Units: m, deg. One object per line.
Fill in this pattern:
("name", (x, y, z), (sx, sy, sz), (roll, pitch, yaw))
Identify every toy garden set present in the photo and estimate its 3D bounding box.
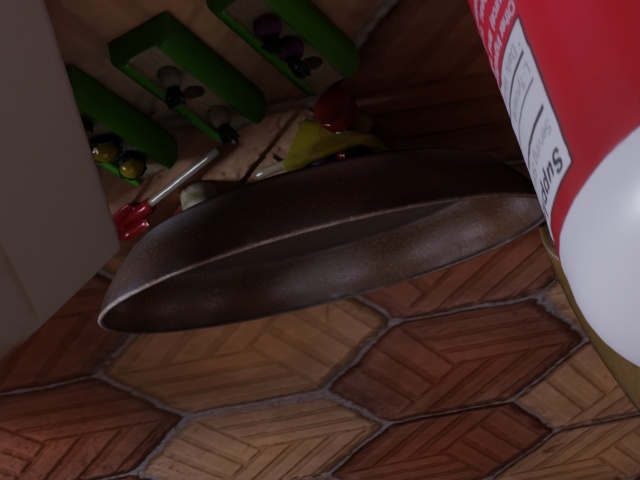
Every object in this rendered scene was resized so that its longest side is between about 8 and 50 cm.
("toy garden set", (-0.080, -0.053, 0.864), (0.244, 0.049, 0.204), (-26, 148, 20))

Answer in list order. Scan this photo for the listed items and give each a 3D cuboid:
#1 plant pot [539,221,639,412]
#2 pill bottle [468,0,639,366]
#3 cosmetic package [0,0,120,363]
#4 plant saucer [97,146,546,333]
("plant pot", (0.283, 0.026, 1.010), (0.237, 0.237, 0.254), (-31, 132, 28))
("pill bottle", (0.184, -0.089, 0.552), (0.229, 0.407, 0.229), (-11, 150, -6))
("cosmetic package", (-0.210, -0.066, 0.647), (0.129, 0.153, 0.296), (-46, 157, -22))
("plant saucer", (0.000, 0.000, 0.917), (0.311, 0.050, 0.310), (-14, 168, -3))
